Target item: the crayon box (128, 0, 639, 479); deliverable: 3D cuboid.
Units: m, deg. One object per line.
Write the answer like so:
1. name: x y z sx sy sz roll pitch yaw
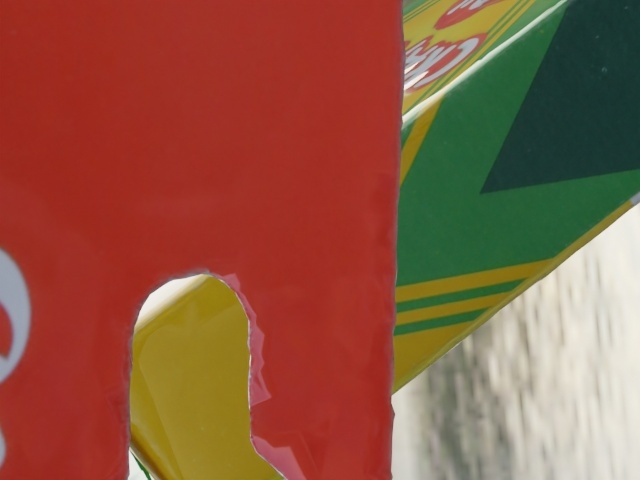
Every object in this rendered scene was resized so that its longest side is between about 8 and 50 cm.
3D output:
1. crayon box: 0.000 0.000 0.751 0.081 0.318 0.202 54 171 -14

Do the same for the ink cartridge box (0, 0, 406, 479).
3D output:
1. ink cartridge box: -0.169 0.061 0.362 0.091 0.385 0.308 178 94 -81
